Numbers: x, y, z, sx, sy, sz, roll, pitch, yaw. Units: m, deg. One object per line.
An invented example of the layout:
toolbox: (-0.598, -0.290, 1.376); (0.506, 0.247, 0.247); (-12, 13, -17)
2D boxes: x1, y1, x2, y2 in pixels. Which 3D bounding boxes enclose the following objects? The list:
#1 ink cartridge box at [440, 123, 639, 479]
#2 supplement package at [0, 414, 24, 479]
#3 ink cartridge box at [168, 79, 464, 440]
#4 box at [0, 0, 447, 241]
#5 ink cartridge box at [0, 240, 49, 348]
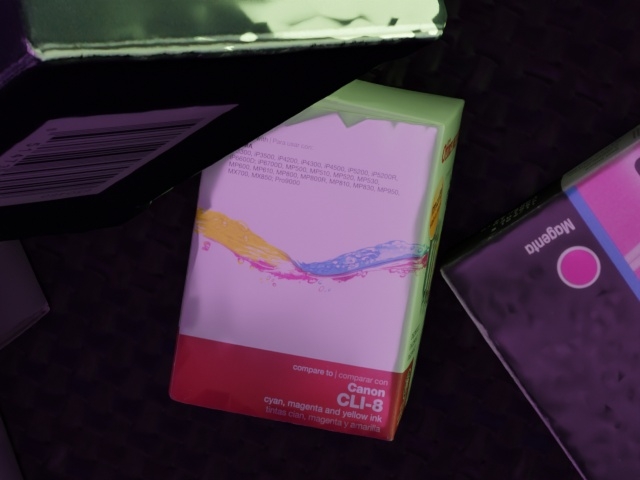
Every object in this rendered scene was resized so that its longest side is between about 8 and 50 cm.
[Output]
ink cartridge box: (0.242, 0.113, 1.085); (0.176, 0.069, 0.371); (-34, 96, 13)
supplement package: (-0.304, 0.195, 1.145); (0.244, 0.139, 0.134); (-17, 96, 13)
ink cartridge box: (0.000, 0.000, 1.066); (0.127, 0.128, 0.176); (10, 102, 7)
box: (-0.153, -0.221, 0.896); (0.293, 0.212, 0.395); (-25, 77, 52)
ink cartridge box: (-0.332, 0.021, 1.087); (0.270, 0.197, 0.198); (-22, 96, 12)
